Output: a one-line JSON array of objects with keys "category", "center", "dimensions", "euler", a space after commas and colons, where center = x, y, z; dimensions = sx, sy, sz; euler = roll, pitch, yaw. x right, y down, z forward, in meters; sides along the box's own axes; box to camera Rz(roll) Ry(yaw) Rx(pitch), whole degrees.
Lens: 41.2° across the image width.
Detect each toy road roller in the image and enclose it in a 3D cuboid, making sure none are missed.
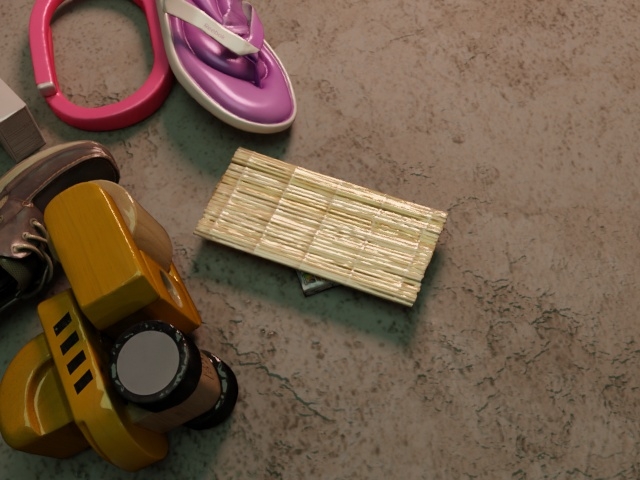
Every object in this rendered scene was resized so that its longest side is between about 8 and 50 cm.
[{"category": "toy road roller", "center": [-0.270, 0.118, 1.021], "dimensions": [0.241, 0.202, 0.329], "euler": [-28, 67, 0]}]

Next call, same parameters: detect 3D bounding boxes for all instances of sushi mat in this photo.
[{"category": "sushi mat", "center": [0.000, -0.023, 1.147], "dimensions": [0.317, 0.019, 0.151], "euler": [18, 66, 10]}]

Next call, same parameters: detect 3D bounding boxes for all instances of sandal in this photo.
[{"category": "sandal", "center": [-0.158, -0.333, 1.266], "dimensions": [0.169, 0.102, 0.416], "euler": [-14, 62, -28]}]

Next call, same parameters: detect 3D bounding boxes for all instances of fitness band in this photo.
[{"category": "fitness band", "center": [-0.335, -0.300, 1.308], "dimensions": [0.209, 0.054, 0.290], "euler": [-13, 65, -5]}]

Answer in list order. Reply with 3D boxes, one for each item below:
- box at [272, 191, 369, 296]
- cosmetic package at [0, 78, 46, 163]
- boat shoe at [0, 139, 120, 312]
[{"category": "box", "center": [0.000, 0.000, 1.162], "dimensions": [0.094, 0.027, 0.137], "euler": [-18, 64, -6]}, {"category": "cosmetic package", "center": [-0.506, -0.227, 1.252], "dimensions": [0.060, 0.099, 0.239], "euler": [-40, 69, -19]}, {"category": "boat shoe", "center": [-0.391, 0.019, 1.096], "dimensions": [0.355, 0.132, 0.130], "euler": [-44, 49, -8]}]
